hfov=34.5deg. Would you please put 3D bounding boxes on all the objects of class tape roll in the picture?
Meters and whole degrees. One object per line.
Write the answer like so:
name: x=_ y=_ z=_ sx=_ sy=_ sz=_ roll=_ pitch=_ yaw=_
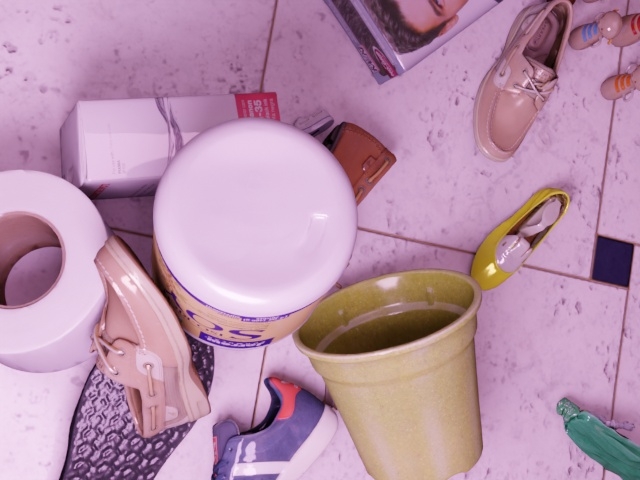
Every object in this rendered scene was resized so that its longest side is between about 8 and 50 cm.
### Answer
tape roll: x=-0.387 y=0.046 z=1.381 sx=0.246 sy=0.169 sz=0.246 roll=0 pitch=74 yaw=0

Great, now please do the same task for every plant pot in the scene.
plant pot: x=0.124 y=0.212 z=1.505 sx=0.276 sy=0.276 sz=0.253 roll=-23 pitch=109 yaw=-21

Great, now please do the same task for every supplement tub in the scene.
supplement tub: x=-0.096 y=0.009 z=1.323 sx=0.241 sy=0.331 sz=0.241 roll=3 pitch=73 yaw=-9

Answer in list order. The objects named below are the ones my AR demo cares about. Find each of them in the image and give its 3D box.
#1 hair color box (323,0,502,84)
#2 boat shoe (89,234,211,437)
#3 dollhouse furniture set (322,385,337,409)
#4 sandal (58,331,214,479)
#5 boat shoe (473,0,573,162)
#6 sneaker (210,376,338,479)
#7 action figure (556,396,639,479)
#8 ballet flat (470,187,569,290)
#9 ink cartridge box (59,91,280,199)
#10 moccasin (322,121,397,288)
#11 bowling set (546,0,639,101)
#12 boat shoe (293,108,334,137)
hair color box: x=0.203 y=-0.441 z=1.711 sx=0.374 sy=0.113 sz=0.185 roll=-38 pitch=100 yaw=-18
boat shoe: x=-0.230 y=0.138 z=1.304 sx=0.110 sy=0.121 sz=0.341 roll=-28 pitch=135 yaw=-14
dollhouse furniture set: x=0.046 y=0.193 z=1.629 sx=0.059 sy=0.076 sz=0.151 roll=6 pitch=84 yaw=-20
sandal: x=-0.299 y=0.301 z=1.488 sx=0.168 sy=0.107 sz=0.445 roll=26 pitch=91 yaw=-19
boat shoe: x=0.351 y=-0.278 z=1.764 sx=0.109 sy=0.098 sz=0.302 roll=28 pitch=77 yaw=-17
sneaker: x=-0.129 y=0.356 z=1.534 sx=0.148 sy=0.131 sz=0.350 roll=40 pitch=68 yaw=-7
action figure: x=0.502 y=0.348 z=1.785 sx=0.232 sy=0.137 sz=0.063 roll=37 pitch=51 yaw=-6
ballet flat: x=0.344 y=-0.007 z=1.755 sx=0.231 sy=0.077 sz=0.077 roll=-46 pitch=103 yaw=-17
ink cartridge box: x=-0.218 y=-0.132 z=1.477 sx=0.283 sy=0.207 sz=0.117 roll=-5 pitch=86 yaw=-22
moccasin: x=-0.001 y=0.001 z=1.601 sx=0.147 sy=0.139 sz=0.380 roll=32 pitch=66 yaw=-7
bowling set: x=0.507 y=-0.398 z=1.802 sx=0.200 sy=0.154 sz=0.287 roll=13 pitch=82 yaw=-20
boat shoe: x=-0.027 y=-0.180 z=1.651 sx=0.100 sy=0.035 sz=0.035 roll=-32 pitch=71 yaw=-16
